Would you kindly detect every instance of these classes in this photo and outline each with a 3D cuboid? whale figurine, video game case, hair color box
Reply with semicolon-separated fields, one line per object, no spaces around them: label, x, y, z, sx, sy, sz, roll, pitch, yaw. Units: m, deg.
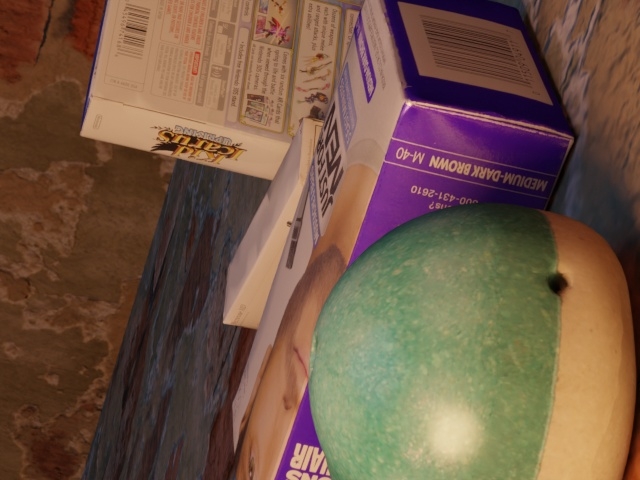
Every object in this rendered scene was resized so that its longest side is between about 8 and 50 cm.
whale figurine;0.050;0.099;0.869;0.272;0.141;0.216;114;164;-48
video game case;-0.045;-0.173;1.396;0.061;0.244;0.269;117;163;-56
hair color box;0.037;0.030;1.112;0.185;0.110;0.339;-98;22;-60

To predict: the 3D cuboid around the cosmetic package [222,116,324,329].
cosmetic package;0.000;0.000;1.354;0.239;0.099;0.060;120;161;-58
